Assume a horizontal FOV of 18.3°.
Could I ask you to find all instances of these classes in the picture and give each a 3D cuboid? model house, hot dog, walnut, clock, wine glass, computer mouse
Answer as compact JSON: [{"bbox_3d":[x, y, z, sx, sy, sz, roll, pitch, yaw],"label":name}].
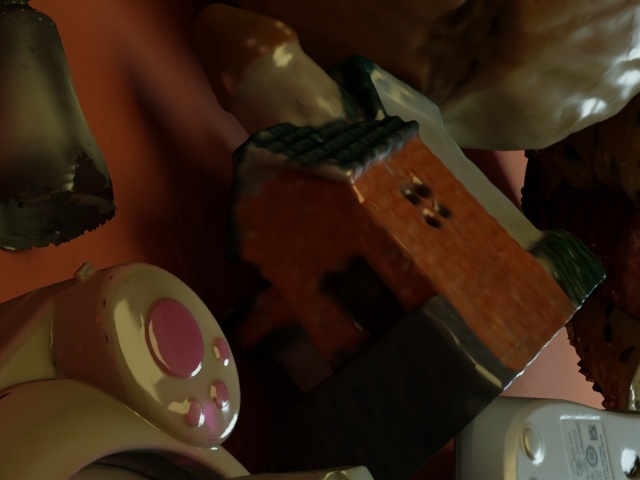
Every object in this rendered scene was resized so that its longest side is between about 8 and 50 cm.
[{"bbox_3d":[0.000,0.000,1.196,0.301,0.190,0.271,52,27,2],"label":"model house"},{"bbox_3d":[0.252,-0.046,1.595,0.365,0.196,0.367,-109,-171,-60],"label":"hot dog"},{"bbox_3d":[0.094,-0.234,1.359,0.383,0.383,0.383,47,31,-39],"label":"walnut"},{"bbox_3d":[-0.087,0.196,0.814,0.309,0.114,0.284,60,34,-18],"label":"clock"},{"bbox_3d":[-0.152,-0.079,1.021,0.072,0.072,0.155,26,46,-57],"label":"wine glass"},{"bbox_3d":[0.167,0.197,1.399,0.297,0.121,0.184,0,78,-51],"label":"computer mouse"}]

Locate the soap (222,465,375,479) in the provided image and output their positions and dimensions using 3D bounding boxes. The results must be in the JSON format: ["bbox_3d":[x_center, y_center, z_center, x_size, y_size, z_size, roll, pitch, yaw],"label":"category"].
[{"bbox_3d":[0.016,0.194,0.809,0.198,0.066,0.119,59,34,-24],"label":"soap"}]
